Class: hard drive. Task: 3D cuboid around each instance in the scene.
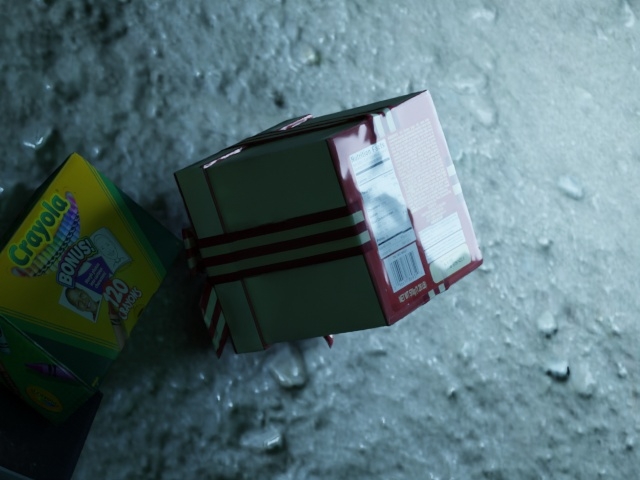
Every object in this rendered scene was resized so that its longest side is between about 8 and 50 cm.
[{"bbox_3d":[-0.359,0.167,2.000,0.255,0.054,0.172,30,57,-18],"label":"hard drive"}]

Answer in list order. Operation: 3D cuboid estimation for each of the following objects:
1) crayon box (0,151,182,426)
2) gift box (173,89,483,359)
[{"bbox_3d":[-0.275,0.047,2.040,0.165,0.081,0.278,41,38,-12],"label":"crayon box"},{"bbox_3d":[0.000,0.000,2.153,0.255,0.258,0.276,-22,100,-51],"label":"gift box"}]
